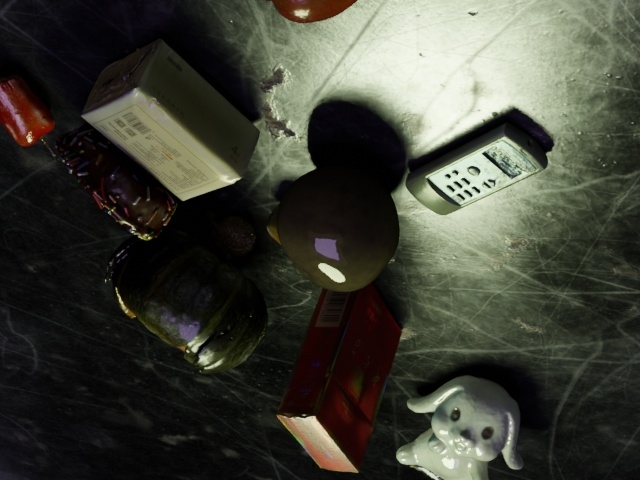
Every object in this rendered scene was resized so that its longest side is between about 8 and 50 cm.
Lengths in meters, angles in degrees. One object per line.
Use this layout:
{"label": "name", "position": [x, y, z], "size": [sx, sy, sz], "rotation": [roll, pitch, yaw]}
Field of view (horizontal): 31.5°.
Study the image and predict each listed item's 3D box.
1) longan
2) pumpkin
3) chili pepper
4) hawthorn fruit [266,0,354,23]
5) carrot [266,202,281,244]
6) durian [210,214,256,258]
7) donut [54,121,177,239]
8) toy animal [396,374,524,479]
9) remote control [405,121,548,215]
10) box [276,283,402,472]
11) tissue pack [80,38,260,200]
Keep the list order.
{"label": "longan", "position": [0.032, -0.020, 1.840], "size": [0.197, 0.196, 0.220], "rotation": [-5, 128, 30]}
{"label": "pumpkin", "position": [-0.238, 0.107, 2.083], "size": [0.320, 0.192, 0.320], "rotation": [37, 172, 6]}
{"label": "chili pepper", "position": [-0.499, -0.205, 1.930], "size": [0.084, 0.086, 0.192], "rotation": [-24, 122, 9]}
{"label": "hawthorn fruit", "position": [0.025, -0.401, 1.401], "size": [0.165, 0.165, 0.285], "rotation": [29, 121, -14]}
{"label": "carrot", "position": [0.000, 0.000, 1.974], "size": [0.193, 0.087, 0.087], "rotation": [29, 144, -11]}
{"label": "durian", "position": [-0.160, -0.009, 2.049], "size": [0.091, 0.080, 0.080], "rotation": [37, 143, -6]}
{"label": "donut", "position": [-0.329, -0.108, 1.883], "size": [0.089, 0.235, 0.235], "rotation": [-41, 121, 9]}
{"label": "toy animal", "position": [0.306, 0.397, 2.303], "size": [0.249, 0.174, 0.289], "rotation": [42, 142, -11]}
{"label": "remote control", "position": [0.237, -0.106, 1.756], "size": [0.098, 0.038, 0.233], "rotation": [36, 141, -24]}
{"label": "box", "position": [0.042, 0.238, 2.077], "size": [0.089, 0.313, 0.197], "rotation": [-1, 141, 30]}
{"label": "tissue pack", "position": [-0.236, -0.187, 1.793], "size": [0.159, 0.125, 0.234], "rotation": [-18, 132, 43]}
